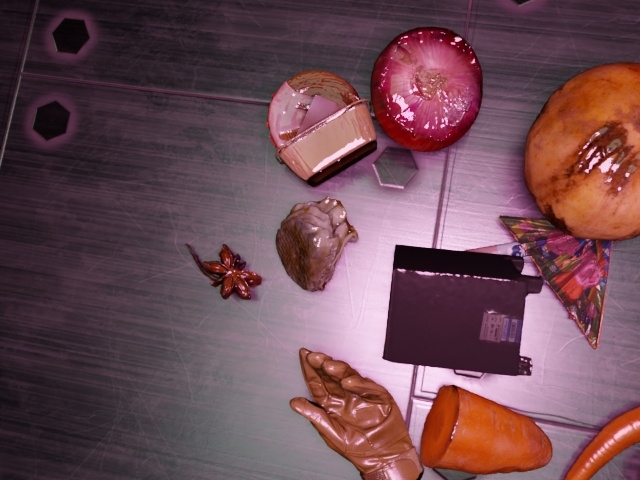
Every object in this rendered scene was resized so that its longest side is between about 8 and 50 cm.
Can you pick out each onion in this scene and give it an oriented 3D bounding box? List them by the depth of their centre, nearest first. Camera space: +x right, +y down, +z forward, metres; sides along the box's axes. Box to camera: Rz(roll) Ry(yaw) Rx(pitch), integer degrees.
[{"bbox_3d":[0.213,-0.301,1.268,0.248,0.161,0.248,0,86,8],"label":"onion"}]

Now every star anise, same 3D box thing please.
[{"bbox_3d":[-0.211,0.058,1.320,0.190,0.070,0.097,43,62,12],"label":"star anise"}]

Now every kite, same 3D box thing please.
[{"bbox_3d":[0.495,0.047,1.248,0.234,0.016,0.321,-34,87,-8],"label":"kite"}]

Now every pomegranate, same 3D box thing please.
[{"bbox_3d":[0.527,-0.154,1.147,0.322,0.322,0.322,-1,82,7],"label":"pomegranate"}]

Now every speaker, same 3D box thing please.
[{"bbox_3d":[0.248,0.122,1.155,0.254,0.232,0.184,5,101,6],"label":"speaker"}]

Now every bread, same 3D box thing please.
[{"bbox_3d":[-0.003,-0.238,1.296,0.224,0.142,0.212,-30,83,3],"label":"bread"}]

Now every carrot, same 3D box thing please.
[{"bbox_3d":[0.318,0.368,1.182,0.225,0.159,0.159,15,84,-6],"label":"carrot"},{"bbox_3d":[0.550,0.378,1.184,0.271,0.066,0.062,-33,36,4],"label":"carrot"}]

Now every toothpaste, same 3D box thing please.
[{"bbox_3d":[0.370,0.026,1.266,0.205,0.036,0.056,-7,83,2],"label":"toothpaste"}]

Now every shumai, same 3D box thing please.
[{"bbox_3d":[0.000,0.006,1.287,0.142,0.184,0.184,-20,78,-26],"label":"shumai"}]

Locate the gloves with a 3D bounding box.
[{"bbox_3d":[0.066,0.334,1.207,0.154,0.141,0.331,-35,89,27],"label":"gloves"}]
